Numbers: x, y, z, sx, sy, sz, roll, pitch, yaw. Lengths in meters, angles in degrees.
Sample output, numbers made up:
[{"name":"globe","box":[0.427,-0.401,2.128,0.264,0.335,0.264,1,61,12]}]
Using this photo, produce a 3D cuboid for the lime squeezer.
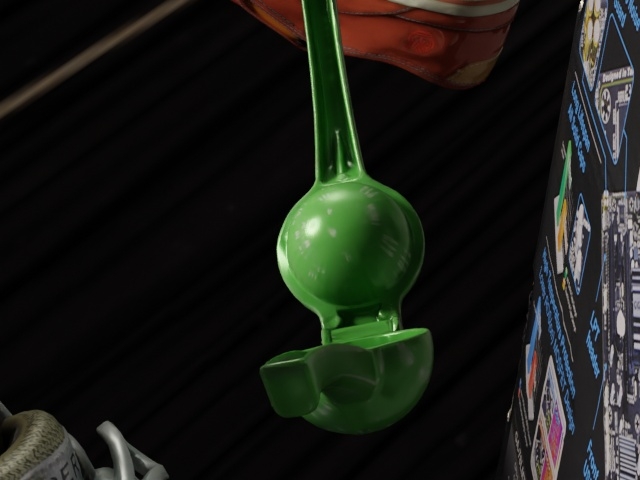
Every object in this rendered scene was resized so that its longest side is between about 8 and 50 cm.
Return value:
[{"name":"lime squeezer","box":[0.000,0.000,0.640,0.059,0.310,0.110,-25,118,17]}]

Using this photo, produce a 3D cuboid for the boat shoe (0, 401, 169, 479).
[{"name":"boat shoe","box":[-0.117,0.043,0.462,0.320,0.103,0.118,47,-174,-3]}]

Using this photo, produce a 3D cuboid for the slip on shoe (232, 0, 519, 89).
[{"name":"slip on shoe","box":[-0.016,-0.184,1.254,0.331,0.123,0.101,19,127,23]}]

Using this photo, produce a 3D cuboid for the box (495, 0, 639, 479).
[{"name":"box","box":[0.096,0.048,0.356,0.295,0.073,0.293,-94,9,-60]}]
